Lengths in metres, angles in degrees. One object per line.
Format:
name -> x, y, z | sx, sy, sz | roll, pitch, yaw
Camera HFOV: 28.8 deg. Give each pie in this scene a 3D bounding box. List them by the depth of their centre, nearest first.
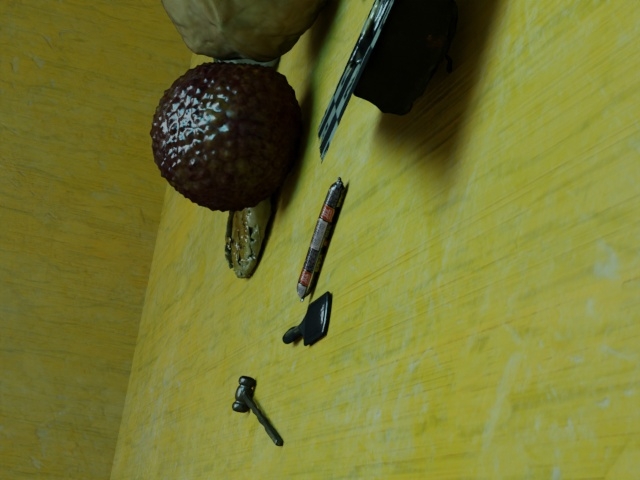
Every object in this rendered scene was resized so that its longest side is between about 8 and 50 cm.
pie -> -0.130, -0.066, 2.285 | 0.274, 0.055, 0.274 | -173, 90, -78

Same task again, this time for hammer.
hammer -> -0.094, 0.269, 1.902 | 0.292, 0.029, 0.058 | -149, 71, -74

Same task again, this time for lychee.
lychee -> -0.156, -0.179, 2.077 | 0.260, 0.260, 0.261 | -167, 90, -76

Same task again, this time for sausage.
sausage -> 0.000, 0.000, 1.759 | 0.028, 0.025, 0.198 | 36, 118, 40

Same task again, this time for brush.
brush -> -0.022, 0.121, 1.754 | 0.193, 0.016, 0.063 | 137, 145, -66

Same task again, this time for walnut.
walnut -> -0.124, -0.450, 2.086 | 0.344, 0.306, 0.306 | -70, 5, -45

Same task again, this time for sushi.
sushi -> 0.101, -0.222, 1.445 | 0.373, 0.100, 0.296 | -97, 31, -81

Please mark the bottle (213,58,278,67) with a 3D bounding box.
bottle -> -0.160, -0.385, 2.559 | 0.253, 0.120, 0.121 | -175, 97, -75
